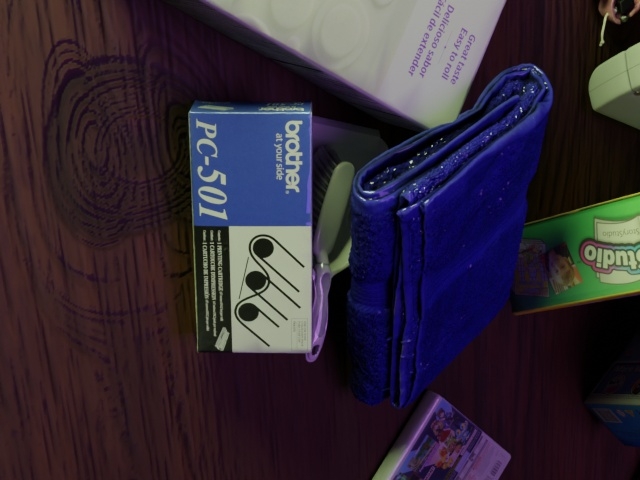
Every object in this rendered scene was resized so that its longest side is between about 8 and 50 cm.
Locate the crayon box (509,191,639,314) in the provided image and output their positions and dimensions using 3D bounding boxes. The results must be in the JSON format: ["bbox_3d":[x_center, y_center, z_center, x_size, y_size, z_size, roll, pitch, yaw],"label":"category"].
[{"bbox_3d":[0.421,-0.016,1.080,0.313,0.363,0.106,-7,83,-40],"label":"crayon box"}]

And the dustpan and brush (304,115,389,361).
[{"bbox_3d":[0.000,0.000,0.923,0.147,0.060,0.211,6,101,-43],"label":"dustpan and brush"}]

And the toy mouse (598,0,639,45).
[{"bbox_3d":[0.327,-0.295,1.124,0.143,0.031,0.161,-16,115,-36],"label":"toy mouse"}]

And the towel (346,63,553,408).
[{"bbox_3d":[0.122,0.012,0.955,0.228,0.076,0.308,-35,147,-26],"label":"towel"}]

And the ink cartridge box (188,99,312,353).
[{"bbox_3d":[-0.055,-0.009,0.850,0.097,0.046,0.207,0,109,0],"label":"ink cartridge box"}]

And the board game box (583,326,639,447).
[{"bbox_3d":[0.511,0.115,1.248,0.086,0.308,0.302,46,72,-8],"label":"board game box"}]

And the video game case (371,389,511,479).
[{"bbox_3d":[0.117,0.289,1.158,0.183,0.023,0.201,42,77,-42],"label":"video game case"}]

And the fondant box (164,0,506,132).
[{"bbox_3d":[0.020,-0.252,0.828,0.330,0.096,0.238,22,91,-45],"label":"fondant box"}]

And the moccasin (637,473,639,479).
[{"bbox_3d":[0.571,0.280,1.474,0.147,0.139,0.380,24,89,-44],"label":"moccasin"}]

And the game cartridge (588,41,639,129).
[{"bbox_3d":[0.452,-0.191,1.109,0.198,0.297,0.062,16,65,-42],"label":"game cartridge"}]
